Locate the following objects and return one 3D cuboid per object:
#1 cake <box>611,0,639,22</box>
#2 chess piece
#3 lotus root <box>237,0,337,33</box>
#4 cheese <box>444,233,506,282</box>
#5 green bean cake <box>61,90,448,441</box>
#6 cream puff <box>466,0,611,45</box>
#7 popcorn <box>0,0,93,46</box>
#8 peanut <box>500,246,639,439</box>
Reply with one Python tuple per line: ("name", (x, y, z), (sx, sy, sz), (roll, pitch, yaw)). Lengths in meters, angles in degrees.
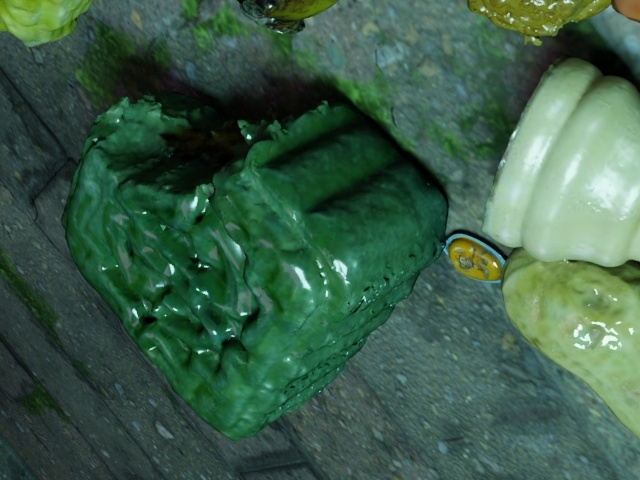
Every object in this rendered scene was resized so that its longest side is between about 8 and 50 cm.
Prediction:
("cake", (0.236, -0.172, 0.272), (0.319, 0.270, 0.269), (58, 150, 24))
("chess piece", (0.262, 0.009, 0.620), (0.307, 0.124, 0.138), (30, 111, 22))
("lotus root", (-0.024, -0.239, 0.693), (0.120, 0.120, 0.209), (33, 143, 24))
("cheese", (0.148, 0.023, 0.842), (0.111, 0.017, 0.047), (22, 141, 35))
("green bean cake", (-0.081, -0.012, 0.901), (0.308, 0.169, 0.300), (47, 135, 14))
("cream puff", (0.125, -0.184, 0.580), (0.126, 0.103, 0.144), (44, 141, 10))
("popcorn", (-0.290, -0.285, 0.908), (0.286, 0.173, 0.225), (-6, 126, 53))
("peanut", (0.230, 0.080, 0.733), (0.229, 0.103, 0.098), (41, 101, 8))
